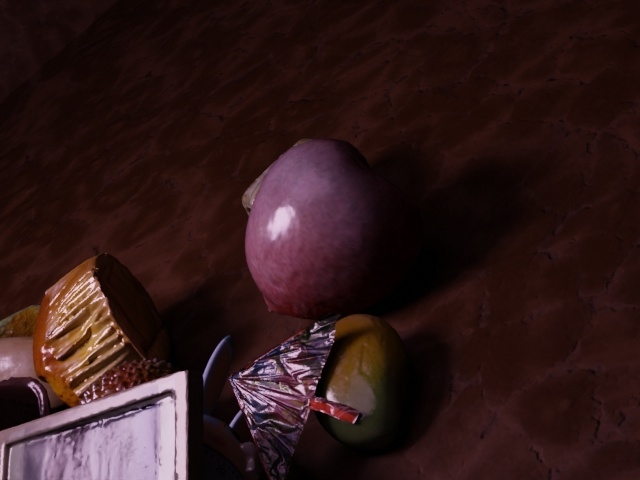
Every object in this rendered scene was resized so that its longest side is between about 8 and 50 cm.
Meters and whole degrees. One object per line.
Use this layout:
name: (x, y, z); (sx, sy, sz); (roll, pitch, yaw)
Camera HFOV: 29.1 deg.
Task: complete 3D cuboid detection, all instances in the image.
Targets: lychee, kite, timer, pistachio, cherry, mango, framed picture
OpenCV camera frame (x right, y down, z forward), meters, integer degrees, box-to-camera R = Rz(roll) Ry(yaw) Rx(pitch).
lychee: (-0.238, 0.244, 1.598); (0.165, 0.165, 0.197); (-2, 47, 48)
kite: (-0.036, 0.187, 1.433); (0.189, 0.009, 0.232); (11, 72, 34)
timer: (-0.123, 0.252, 1.473); (0.255, 0.175, 0.175); (-42, 27, -30)
pistachio: (-0.467, 0.212, 1.901); (0.206, 0.130, 0.131); (-2, 35, -1)
cherry: (0.004, -0.006, 1.617); (0.239, 0.239, 0.206); (-42, -13, -7)
mango: (0.048, 0.168, 1.463); (0.130, 0.092, 0.195); (-29, 39, 5)
framed picture: (-0.257, 0.390, 1.351); (0.326, 0.028, 0.446); (-21, 58, 30)

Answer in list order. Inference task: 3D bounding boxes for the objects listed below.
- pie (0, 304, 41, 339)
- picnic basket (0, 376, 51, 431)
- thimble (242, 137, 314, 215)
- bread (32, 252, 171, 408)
pie: (-0.550, 0.229, 2.079); (0.302, 0.067, 0.302); (-27, 30, 18)
picnic basket: (-0.474, 0.324, 1.645); (0.222, 0.129, 0.297); (-19, 64, 26)
thimble: (-0.015, -0.052, 1.804); (0.143, 0.137, 0.190); (-41, 43, -10)
bread: (-0.323, 0.144, 1.780); (0.156, 0.204, 0.288); (-35, 20, 2)
